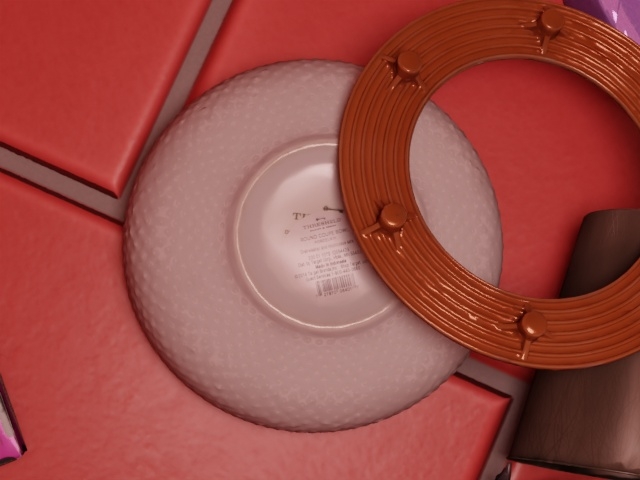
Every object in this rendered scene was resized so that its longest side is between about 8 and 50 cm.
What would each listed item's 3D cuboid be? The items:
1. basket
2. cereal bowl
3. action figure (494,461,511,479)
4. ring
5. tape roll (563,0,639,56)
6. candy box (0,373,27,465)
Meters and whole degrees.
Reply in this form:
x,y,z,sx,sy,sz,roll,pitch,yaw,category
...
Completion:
x,y,z,sx,sy,sz,roll,pitch,yaw,category
0.281,0.096,1.258,0.204,0.154,0.226,10,80,0,basket
0.000,0.000,1.235,0.339,0.141,0.338,1,84,-8,cereal bowl
0.234,0.278,1.239,0.276,0.141,0.164,2,98,-8,action figure
0.181,-0.058,1.185,0.337,0.032,0.336,4,69,-11,ring
0.365,-0.261,1.329,0.275,0.090,0.274,1,84,-7,tape roll
-0.384,0.148,1.208,0.234,0.071,0.159,-19,88,-9,candy box
